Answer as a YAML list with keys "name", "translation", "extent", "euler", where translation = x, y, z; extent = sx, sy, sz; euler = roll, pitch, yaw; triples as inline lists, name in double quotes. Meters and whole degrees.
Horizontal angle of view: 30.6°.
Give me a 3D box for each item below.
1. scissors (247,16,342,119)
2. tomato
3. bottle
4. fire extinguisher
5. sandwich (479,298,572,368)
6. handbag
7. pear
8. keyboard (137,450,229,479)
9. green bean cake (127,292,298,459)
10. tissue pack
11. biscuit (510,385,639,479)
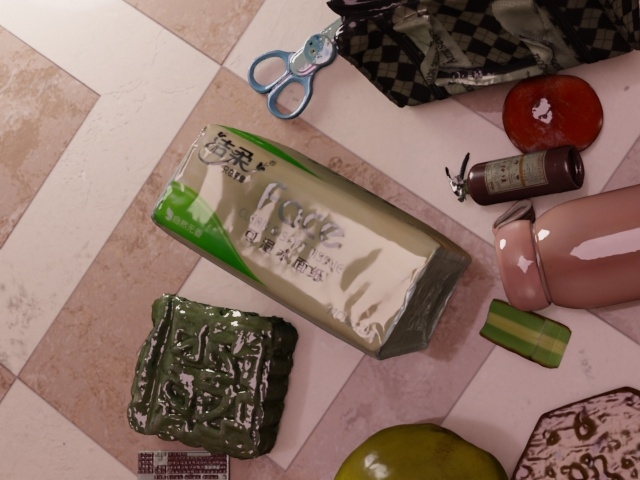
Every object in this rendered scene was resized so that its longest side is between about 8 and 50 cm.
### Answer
- name: "scissors"
  translation: [-0.003, -0.320, 1.988]
  extent: [0.256, 0.030, 0.125]
  euler: [-38, 77, 11]
- name: "tomato"
  translation: [0.364, -0.201, 1.841]
  extent: [0.159, 0.091, 0.139]
  euler: [3, 87, 14]
- name: "bottle"
  translation: [0.413, 0.005, 1.775]
  extent: [0.297, 0.173, 0.206]
  euler: [-14, 49, 16]
- name: "fire extinguisher"
  translation: [0.297, -0.107, 1.843]
  extent: [0.231, 0.071, 0.099]
  euler: [-8, 58, 35]
- name: "sandwich"
  translation: [0.325, 0.147, 1.858]
  extent: [0.116, 0.074, 0.074]
  euler: [24, 92, 49]
- name: "handbag"
  translation: [0.241, -0.334, 1.741]
  extent: [0.416, 0.317, 0.180]
  euler: [-12, 76, 26]
- name: "pear"
  translation: [0.134, 0.444, 1.749]
  extent: [0.287, 0.287, 0.375]
  euler: [27, 105, 17]
- name: "keyboard"
  translation: [-0.234, 0.384, 1.983]
  extent: [0.166, 0.017, 0.055]
  euler: [-3, 83, 15]
- name: "green bean cake"
  translation: [-0.182, 0.223, 1.933]
  extent: [0.255, 0.132, 0.241]
  euler: [13, 91, 16]
- name: "tissue pack"
  translation: [0.000, 0.000, 1.796]
  extent: [0.405, 0.332, 0.205]
  euler: [31, 95, 16]
- name: "biscuit"
  translation: [0.459, 0.402, 1.773]
  extent: [0.359, 0.046, 0.359]
  euler: [-2, 83, 16]
